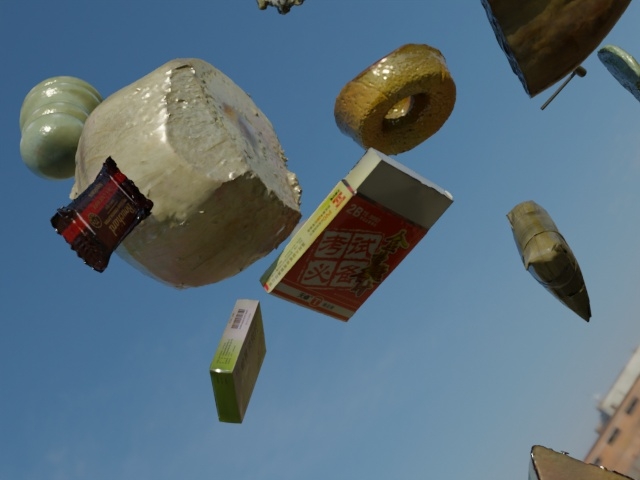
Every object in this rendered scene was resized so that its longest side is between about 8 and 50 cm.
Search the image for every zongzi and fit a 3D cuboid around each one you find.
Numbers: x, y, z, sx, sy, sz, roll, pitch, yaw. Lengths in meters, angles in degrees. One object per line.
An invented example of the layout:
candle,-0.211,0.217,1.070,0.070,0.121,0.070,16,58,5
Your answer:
zongzi,0.381,0.030,1.653,0.078,0.160,0.176,-32,-55,20

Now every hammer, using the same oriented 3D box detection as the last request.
hammer,0.460,-0.293,1.928,0.035,0.019,0.110,23,-61,-39

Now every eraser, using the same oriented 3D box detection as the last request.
eraser,0.048,-0.001,1.307,0.157,0.038,0.230,24,-68,-43

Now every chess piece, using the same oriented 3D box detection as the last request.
chess piece,-0.406,-0.162,1.568,0.144,0.144,0.251,-63,18,14

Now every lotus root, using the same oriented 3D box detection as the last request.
lotus root,0.346,-0.429,1.606,0.250,0.316,0.316,-35,-18,11

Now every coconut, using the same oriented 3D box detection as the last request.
coconut,-0.190,-0.079,1.356,0.254,0.297,0.297,-37,-17,15

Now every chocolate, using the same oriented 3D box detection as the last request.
chocolate,-0.240,-0.030,1.118,0.028,0.086,0.182,-32,19,27

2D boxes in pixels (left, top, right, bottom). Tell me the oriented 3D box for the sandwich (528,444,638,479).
sandwich,0.359,0.405,1.362,0.186,0.220,0.108,-56,-23,-34

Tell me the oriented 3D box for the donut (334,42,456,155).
donut,0.186,-0.317,2.366,0.302,0.110,0.303,-19,-35,-14

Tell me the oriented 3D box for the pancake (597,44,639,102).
pancake,0.443,-0.234,1.447,0.022,0.116,0.129,-41,-28,6

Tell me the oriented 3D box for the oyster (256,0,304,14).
oyster,-0.006,-0.565,1.818,0.354,0.201,0.107,-39,-14,26

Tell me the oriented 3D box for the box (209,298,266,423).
box,-0.196,0.290,2.445,0.261,0.062,0.175,-71,-19,-51

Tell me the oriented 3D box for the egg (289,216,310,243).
egg,0.000,0.000,2.041,0.135,0.103,0.103,-10,-47,-32
